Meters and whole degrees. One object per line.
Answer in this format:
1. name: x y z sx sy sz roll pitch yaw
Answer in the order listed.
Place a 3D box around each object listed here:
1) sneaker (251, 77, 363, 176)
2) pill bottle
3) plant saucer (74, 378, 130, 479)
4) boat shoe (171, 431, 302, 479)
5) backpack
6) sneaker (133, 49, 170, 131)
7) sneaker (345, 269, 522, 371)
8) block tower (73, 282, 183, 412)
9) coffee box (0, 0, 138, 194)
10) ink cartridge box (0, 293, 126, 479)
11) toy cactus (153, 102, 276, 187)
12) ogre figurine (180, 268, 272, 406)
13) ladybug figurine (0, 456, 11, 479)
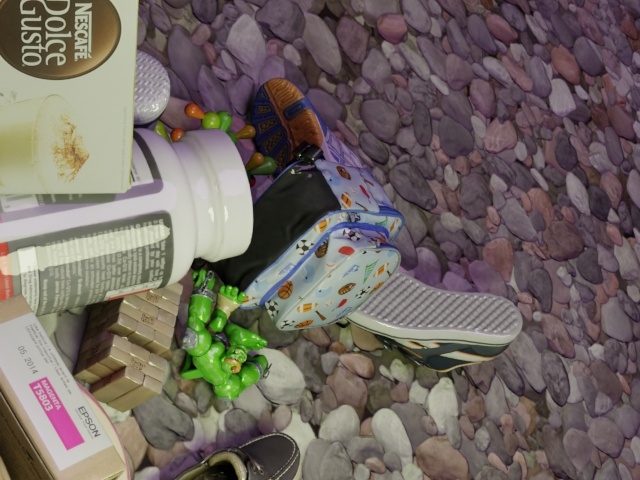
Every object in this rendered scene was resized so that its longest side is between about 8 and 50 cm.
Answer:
1. sneaker: -0.005 -0.128 2.325 0.296 0.112 0.131 61 25 -3
2. pill bottle: -0.282 -0.027 1.827 0.363 0.210 0.210 -12 77 -24
3. plant saucer: -0.359 0.289 1.763 0.332 0.084 0.332 21 57 -35
4. boat shoe: -0.121 0.325 1.946 0.103 0.092 0.285 30 37 29
5. backpack: 0.000 0.000 2.130 0.213 0.276 0.263 57 29 12
6. sneaker: -0.386 -0.170 1.943 0.365 0.210 0.137 6 59 -4
7. sneaker: 0.152 0.135 2.319 0.321 0.127 0.126 14 51 -10
8. block tower: -0.245 0.058 1.984 0.091 0.097 0.335 31 50 -30
9. coffee box: -0.381 -0.286 1.664 0.334 0.338 0.338 0 47 -11
10. ink cartridge box: -0.335 0.207 1.609 0.088 0.193 0.235 -23 75 -39
11. toy cactus: -0.175 -0.108 2.153 0.219 0.112 0.180 22 74 -38
12. ogre figurine: -0.139 0.149 2.040 0.197 0.097 0.118 81 25 -43
13. ladybug figurine: -0.461 0.344 1.538 0.305 0.162 0.449 -14 79 -11
